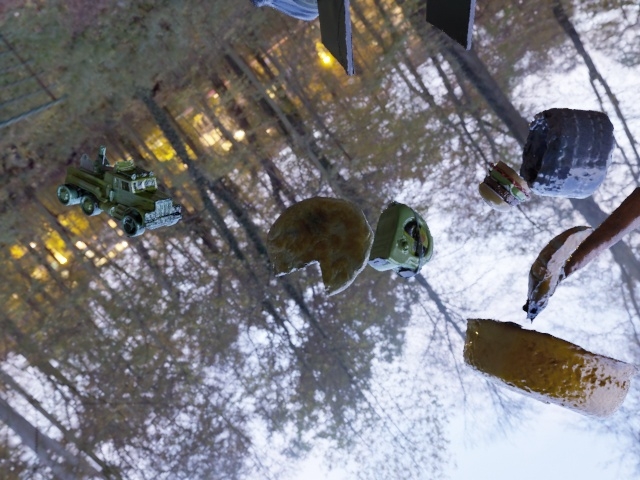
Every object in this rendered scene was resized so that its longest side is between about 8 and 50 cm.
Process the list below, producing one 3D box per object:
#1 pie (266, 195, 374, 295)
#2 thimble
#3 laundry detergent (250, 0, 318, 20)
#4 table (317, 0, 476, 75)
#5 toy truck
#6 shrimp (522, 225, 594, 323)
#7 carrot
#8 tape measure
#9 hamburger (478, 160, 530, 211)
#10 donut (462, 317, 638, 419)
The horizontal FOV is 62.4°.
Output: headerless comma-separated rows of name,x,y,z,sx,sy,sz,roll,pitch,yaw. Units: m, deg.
pie,0.000,0.000,1.619,0.337,0.337,0.075,-39,163,-7
thimble,0.636,-0.228,1.381,0.172,0.236,0.205,5,-131,4
laundry detergent,-0.095,-0.546,1.149,0.206,0.097,0.061,-1,172,-37
table,0.124,-0.479,0.925,0.250,0.282,0.196,-16,-138,-9
toy truck,-0.421,-0.111,1.110,0.128,0.259,0.135,-26,139,-57
shrimp,0.571,0.083,1.276,0.164,0.317,0.062,-12,-135,-16
carrot,0.525,-0.011,0.972,0.224,0.057,0.057,-40,-162,-1
tape measure,0.210,0.002,1.363,0.106,0.175,0.200,-22,-134,46
hamburger,0.608,-0.170,1.764,0.137,0.175,0.175,-51,-165,15
donut,0.542,0.325,1.374,0.435,0.377,0.164,148,-38,-81
